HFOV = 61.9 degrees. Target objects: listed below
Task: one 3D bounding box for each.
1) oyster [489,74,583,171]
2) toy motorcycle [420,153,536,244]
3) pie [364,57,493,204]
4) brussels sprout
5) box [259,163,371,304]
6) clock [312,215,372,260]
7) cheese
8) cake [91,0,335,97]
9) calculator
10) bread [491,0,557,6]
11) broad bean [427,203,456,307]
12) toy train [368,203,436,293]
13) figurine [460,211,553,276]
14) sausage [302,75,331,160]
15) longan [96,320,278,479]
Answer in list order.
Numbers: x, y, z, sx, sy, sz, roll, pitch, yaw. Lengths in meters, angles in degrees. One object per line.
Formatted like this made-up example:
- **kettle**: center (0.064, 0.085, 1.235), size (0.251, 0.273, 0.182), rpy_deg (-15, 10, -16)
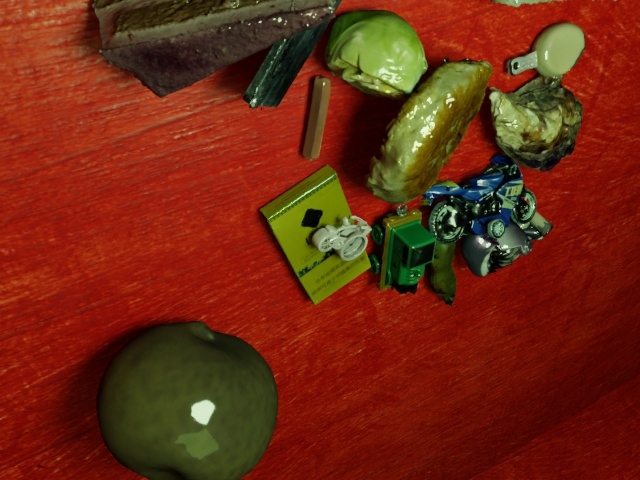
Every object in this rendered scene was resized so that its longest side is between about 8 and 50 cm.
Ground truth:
- **oyster**: center (0.465, -0.244, 1.113), size (0.271, 0.100, 0.275), rpy_deg (-46, 118, -26)
- **toy motorcycle**: center (0.348, -0.093, 1.149), size (0.315, 0.113, 0.169), rpy_deg (-13, 102, -26)
- **pie**: center (0.194, -0.185, 0.926), size (0.315, 0.092, 0.315), rpy_deg (-48, 166, -17)
- **brussels sprout**: center (0.091, -0.290, 0.819), size (0.151, 0.149, 0.122), rpy_deg (5, 103, -55)
- **box**: center (0.000, 0.001, 1.048), size (0.153, 0.041, 0.279), rpy_deg (-33, 135, -8)
- **clock**: center (0.042, -0.006, 1.017), size (0.129, 0.041, 0.087), rpy_deg (10, 119, -46)
- **cheese**: center (0.448, -0.363, 1.059), size (0.171, 0.047, 0.092), rpy_deg (-40, 115, -4)
- **cake**: center (-0.119, -0.265, 0.653), size (0.295, 0.116, 0.113), rpy_deg (-12, 153, 10)
- **calculator**: center (-0.020, -0.299, 0.748), size (0.262, 0.021, 0.161), rpy_deg (-56, 179, 14)
- **bread**: center (0.416, -0.498, 0.906), size (0.337, 0.102, 0.183), rpy_deg (-16, 130, -26)
- **broad bean**: center (0.287, 0.053, 1.270), size (0.077, 0.061, 0.339), rpy_deg (-34, 137, -18)
- **toy train**: center (0.173, 0.030, 1.123), size (0.091, 0.136, 0.228), rpy_deg (-17, 128, -23)
- **figurine**: center (0.433, -0.007, 1.275), size (0.222, 0.145, 0.145), rpy_deg (-32, 135, -19)
- **sausage**: center (-0.006, -0.202, 0.893), size (0.030, 0.035, 0.147), rpy_deg (10, 124, -3)
- **longan**: center (-0.226, 0.298, 0.959), size (0.288, 0.288, 0.350), rpy_deg (-47, 130, 5)
